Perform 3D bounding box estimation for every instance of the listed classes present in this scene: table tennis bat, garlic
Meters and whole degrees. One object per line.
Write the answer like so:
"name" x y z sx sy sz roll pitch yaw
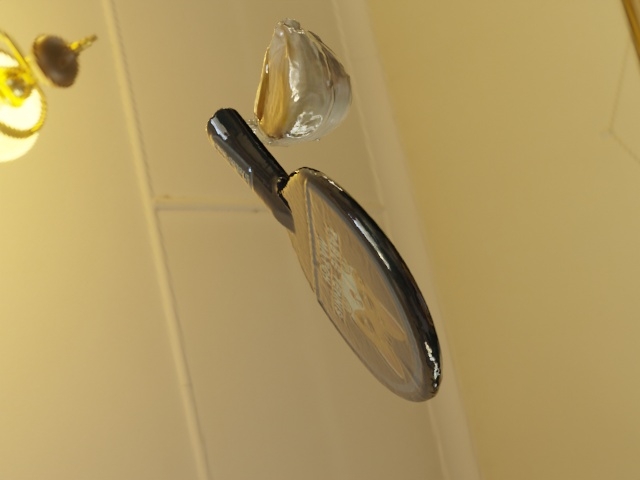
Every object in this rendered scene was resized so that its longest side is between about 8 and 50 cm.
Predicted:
"table tennis bat" 0.000 0.000 0.560 0.236 0.027 0.150 49 160 30
"garlic" -0.015 -0.109 0.675 0.074 0.113 0.094 17 -84 -18
